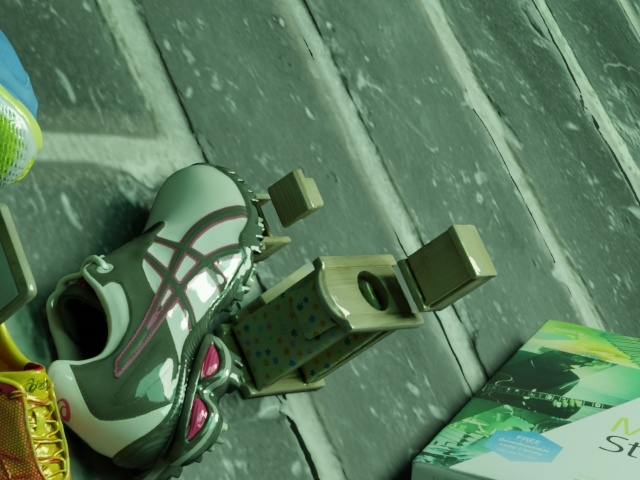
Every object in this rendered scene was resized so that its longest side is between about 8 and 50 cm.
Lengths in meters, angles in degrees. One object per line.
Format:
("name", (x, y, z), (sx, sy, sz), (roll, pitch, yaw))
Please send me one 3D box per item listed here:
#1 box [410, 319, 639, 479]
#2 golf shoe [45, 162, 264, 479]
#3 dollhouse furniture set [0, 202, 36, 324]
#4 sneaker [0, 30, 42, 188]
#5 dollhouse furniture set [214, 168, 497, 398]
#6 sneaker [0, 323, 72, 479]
("box", (0.237, 0.161, 1.450), (0.322, 0.232, 0.058), (-33, 132, -60))
("golf shoe", (-0.112, 0.030, 1.209), (0.120, 0.105, 0.273), (31, 37, -22))
("dollhouse furniture set", (-0.308, -0.021, 0.942), (0.301, 0.151, 0.197), (5, 56, -51))
("sneaker", (-0.276, -0.131, 1.180), (0.240, 0.091, 0.126), (47, 14, -11))
("dollhouse furniture set", (0.000, 0.000, 1.305), (0.101, 0.182, 0.161), (-1, 61, -53))
("sneaker", (-0.180, 0.112, 1.068), (0.175, 0.067, 0.064), (59, 30, 5))
